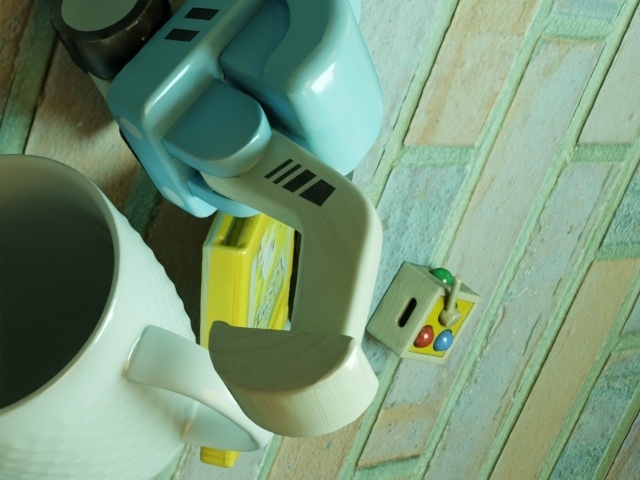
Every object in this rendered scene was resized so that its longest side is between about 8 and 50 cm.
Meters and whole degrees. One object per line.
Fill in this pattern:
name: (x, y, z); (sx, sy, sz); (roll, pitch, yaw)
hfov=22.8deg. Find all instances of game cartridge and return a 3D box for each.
game cartridge: (-0.074, 0.051, 1.749); (0.285, 0.053, 0.323); (-71, 167, -50)

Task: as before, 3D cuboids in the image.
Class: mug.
mug: (-0.216, 0.123, 1.521); (0.328, 0.374, 0.276); (59, 47, -58)

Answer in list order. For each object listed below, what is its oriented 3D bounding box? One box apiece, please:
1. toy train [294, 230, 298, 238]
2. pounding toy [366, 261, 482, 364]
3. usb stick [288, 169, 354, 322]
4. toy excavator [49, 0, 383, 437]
toy train: (-0.018, -0.038, 1.899); (0.024, 0.017, 0.083); (-2, 122, -60)
pounding toy: (0.151, 0.092, 2.126); (0.130, 0.100, 0.141); (14, 109, -53)
usb stick: (0.000, 0.000, 1.897); (0.077, 0.045, 0.278); (-46, 155, -39)
toy excavator: (-0.045, -0.089, 1.423); (0.433, 0.445, 0.222); (-50, 145, -18)
